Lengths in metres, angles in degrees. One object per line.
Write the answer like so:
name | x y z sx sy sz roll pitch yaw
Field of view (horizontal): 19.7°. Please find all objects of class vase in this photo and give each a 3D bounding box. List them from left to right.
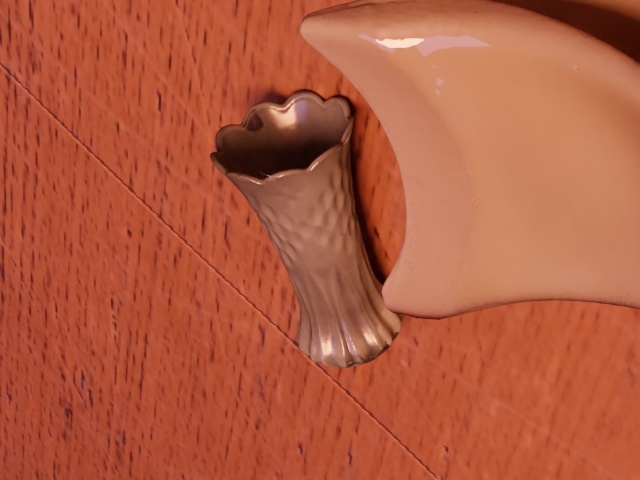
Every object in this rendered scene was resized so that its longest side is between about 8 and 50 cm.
vase | 0.000 0.000 1.017 0.081 0.081 0.148 12 136 38

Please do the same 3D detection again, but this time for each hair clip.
hair clip | 0.141 -0.036 0.821 0.282 0.113 0.172 14 133 44
